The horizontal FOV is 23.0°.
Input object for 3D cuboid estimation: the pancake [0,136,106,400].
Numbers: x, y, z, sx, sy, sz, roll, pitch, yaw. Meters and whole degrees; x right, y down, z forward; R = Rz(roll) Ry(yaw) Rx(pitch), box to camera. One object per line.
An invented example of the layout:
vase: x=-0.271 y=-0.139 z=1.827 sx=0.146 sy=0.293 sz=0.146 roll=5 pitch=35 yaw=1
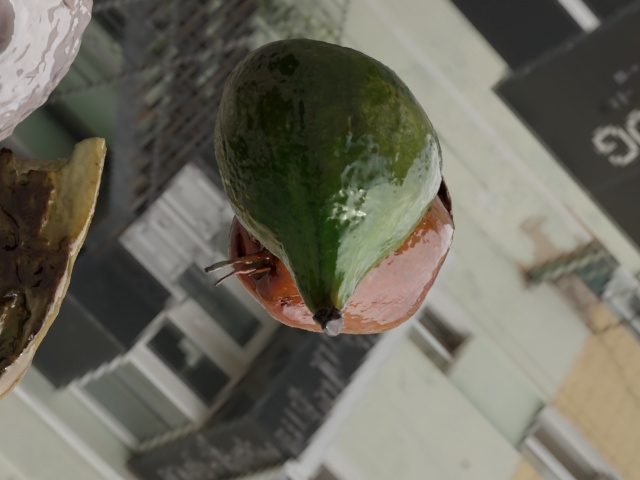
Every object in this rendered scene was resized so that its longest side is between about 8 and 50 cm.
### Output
pancake: x=-0.250 y=0.054 z=1.044 sx=0.257 sy=0.212 sz=0.056 roll=-17 pitch=158 yaw=19

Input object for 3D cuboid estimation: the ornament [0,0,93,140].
ornament: x=-0.285 y=-0.182 z=1.099 sx=0.259 sy=0.259 sz=0.225 roll=-46 pitch=-139 yaw=-7

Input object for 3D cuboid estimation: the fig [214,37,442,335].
fig: x=-0.006 y=-0.031 z=1.323 sx=0.203 sy=0.203 sz=0.235 roll=-23 pitch=-131 yaw=57

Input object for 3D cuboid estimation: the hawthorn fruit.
hawthorn fruit: x=0.000 y=0.000 z=1.578 sx=0.299 sy=0.211 sz=0.211 roll=-11 pitch=164 yaw=-47

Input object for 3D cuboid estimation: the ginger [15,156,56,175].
ginger: x=-0.304 y=0.008 z=1.263 sx=0.258 sy=0.149 sz=0.065 roll=-20 pitch=141 yaw=-29
